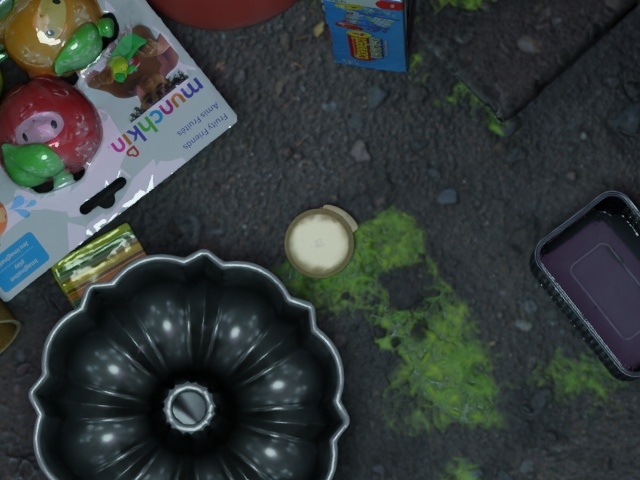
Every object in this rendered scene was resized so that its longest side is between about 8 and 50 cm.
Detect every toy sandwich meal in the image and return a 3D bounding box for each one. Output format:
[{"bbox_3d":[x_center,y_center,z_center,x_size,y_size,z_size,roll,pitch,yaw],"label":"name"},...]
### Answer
[{"bbox_3d":[0.000,0.000,1.910,0.085,0.029,0.085,0,94,2],"label":"toy sandwich meal"}]

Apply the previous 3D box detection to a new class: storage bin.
[{"bbox_3d":[0.321,0.050,1.859,0.122,0.084,0.180,-37,81,-2],"label":"storage bin"}]

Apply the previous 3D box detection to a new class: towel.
[{"bbox_3d":[-0.198,0.103,1.909,0.102,0.021,0.237,-32,82,-1],"label":"towel"}]

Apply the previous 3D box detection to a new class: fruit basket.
[{"bbox_3d":[-0.322,-0.168,1.870,0.327,0.165,0.353,-37,76,-2],"label":"fruit basket"}]

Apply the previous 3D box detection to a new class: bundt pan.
[{"bbox_3d":[-0.135,0.180,1.827,0.331,0.124,0.331,0,81,-1],"label":"bundt pan"}]

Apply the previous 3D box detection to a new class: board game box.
[{"bbox_3d":[0.068,-0.363,1.817,0.086,0.302,0.308,7,82,4],"label":"board game box"}]

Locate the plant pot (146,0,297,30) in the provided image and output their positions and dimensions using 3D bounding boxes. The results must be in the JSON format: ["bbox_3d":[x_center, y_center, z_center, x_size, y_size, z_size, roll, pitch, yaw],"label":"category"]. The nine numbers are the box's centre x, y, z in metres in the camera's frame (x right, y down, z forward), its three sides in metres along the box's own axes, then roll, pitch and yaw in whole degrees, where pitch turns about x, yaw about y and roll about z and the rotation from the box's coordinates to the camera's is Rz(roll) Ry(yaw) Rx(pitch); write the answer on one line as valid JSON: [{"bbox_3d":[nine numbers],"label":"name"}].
[{"bbox_3d":[-0.119,-0.390,1.860,0.275,0.243,0.275,0,82,3],"label":"plant pot"}]

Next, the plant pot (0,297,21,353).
[{"bbox_3d":[-0.484,0.046,1.821,0.237,0.237,0.254,-33,82,-2],"label":"plant pot"}]
